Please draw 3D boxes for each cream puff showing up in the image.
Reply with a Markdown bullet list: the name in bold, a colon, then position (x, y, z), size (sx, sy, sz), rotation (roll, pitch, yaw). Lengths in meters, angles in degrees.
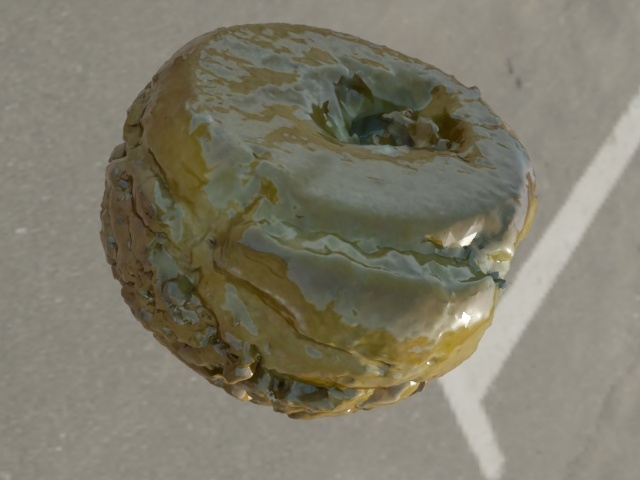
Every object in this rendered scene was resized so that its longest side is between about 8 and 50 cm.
- **cream puff**: position (0.000, 0.000, 1.087), size (0.327, 0.231, 0.343), rotation (3, 38, -27)
